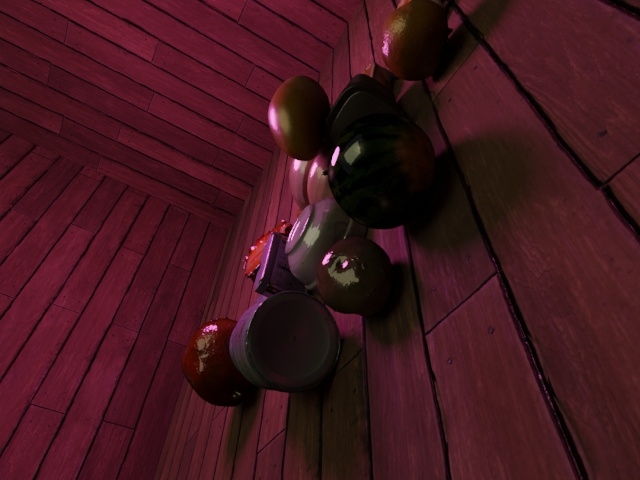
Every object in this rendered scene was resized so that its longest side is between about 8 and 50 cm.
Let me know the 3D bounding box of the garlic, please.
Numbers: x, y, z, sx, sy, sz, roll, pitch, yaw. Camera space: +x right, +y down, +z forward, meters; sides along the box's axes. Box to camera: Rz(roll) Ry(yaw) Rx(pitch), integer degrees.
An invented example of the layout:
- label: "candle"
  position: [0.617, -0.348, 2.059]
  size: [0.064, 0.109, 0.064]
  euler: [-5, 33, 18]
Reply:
- label: "garlic"
  position: [0.020, -0.218, 1.580]
  size: [0.286, 0.249, 0.313]
  euler: [42, 103, 27]

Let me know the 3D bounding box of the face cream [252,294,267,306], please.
- label: "face cream"
  position: [-0.170, 0.185, 1.736]
  size: [0.337, 0.080, 0.163]
  euler: [-57, 18, 23]

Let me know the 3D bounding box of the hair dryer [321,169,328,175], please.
- label: "hair dryer"
  position: [0.092, -0.185, 1.360]
  size: [0.219, 0.075, 0.196]
  euler: [7, 77, 35]

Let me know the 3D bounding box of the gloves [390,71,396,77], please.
- label: "gloves"
  position: [0.278, -0.602, 1.593]
  size: [0.064, 0.026, 0.086]
  euler: [-63, 17, -2]

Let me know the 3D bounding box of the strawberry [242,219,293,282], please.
- label: "strawberry"
  position: [-0.194, 0.059, 1.887]
  size: [0.280, 0.150, 0.253]
  euler: [-52, 21, -5]

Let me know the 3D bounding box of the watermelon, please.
- label: "watermelon"
  position: [0.140, -0.159, 1.041]
  size: [0.269, 0.269, 0.269]
  euler: [-54, 21, 31]

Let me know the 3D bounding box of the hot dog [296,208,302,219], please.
- label: "hot dog"
  position: [-0.058, -0.092, 1.843]
  size: [0.215, 0.047, 0.066]
  euler: [-137, 37, -73]

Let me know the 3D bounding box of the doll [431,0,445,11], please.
- label: "doll"
  position: [0.325, -0.695, 1.471]
  size: [0.241, 0.135, 0.099]
  euler: [-60, -10, 11]

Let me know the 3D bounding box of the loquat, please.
- label: "loquat"
  position: [0.273, -0.570, 1.281]
  size: [0.213, 0.213, 0.213]
  euler: [-54, 21, 31]

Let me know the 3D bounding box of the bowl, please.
- label: "bowl"
  position: [0.000, 0.000, 1.384]
  size: [0.307, 0.163, 0.307]
  euler: [-57, 16, 26]

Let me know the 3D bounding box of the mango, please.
- label: "mango"
  position: [-0.066, -0.389, 1.461]
  size: [0.221, 0.198, 0.384]
  euler: [71, -168, -46]

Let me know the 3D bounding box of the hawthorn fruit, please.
- label: "hawthorn fruit"
  position: [-0.352, 0.443, 1.635]
  size: [0.295, 0.295, 0.311]
  euler: [-44, 51, 49]

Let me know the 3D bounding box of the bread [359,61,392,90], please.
- label: "bread"
  position: [0.173, -0.526, 1.661]
  size: [0.192, 0.109, 0.210]
  euler: [-38, 32, 44]

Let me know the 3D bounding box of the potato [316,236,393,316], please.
- label: "potato"
  position: [0.078, 0.084, 1.049]
  size: [0.235, 0.160, 0.178]
  euler: [-138, 49, -62]

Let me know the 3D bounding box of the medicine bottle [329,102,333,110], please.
- label: "medicine bottle"
  position: [-0.001, -0.489, 2.112]
  size: [0.161, 0.111, 0.296]
  euler: [-37, 31, 59]

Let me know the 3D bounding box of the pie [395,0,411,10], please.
- label: "pie"
  position: [0.344, -0.846, 1.656]
  size: [0.339, 0.077, 0.339]
  euler: [-58, 15, 26]

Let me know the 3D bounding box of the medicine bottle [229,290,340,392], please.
- label: "medicine bottle"
  position: [-0.113, 0.274, 1.199]
  size: [0.290, 0.245, 0.245]
  euler: [-36, 34, 62]

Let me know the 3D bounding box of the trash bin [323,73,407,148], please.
- label: "trash bin"
  position: [0.142, -0.395, 1.429]
  size: [0.220, 0.219, 0.250]
  euler: [-52, 15, 32]

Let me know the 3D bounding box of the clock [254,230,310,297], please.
- label: "clock"
  position: [-0.111, 0.106, 1.500]
  size: [0.083, 0.186, 0.253]
  euler: [-45, 26, 43]
